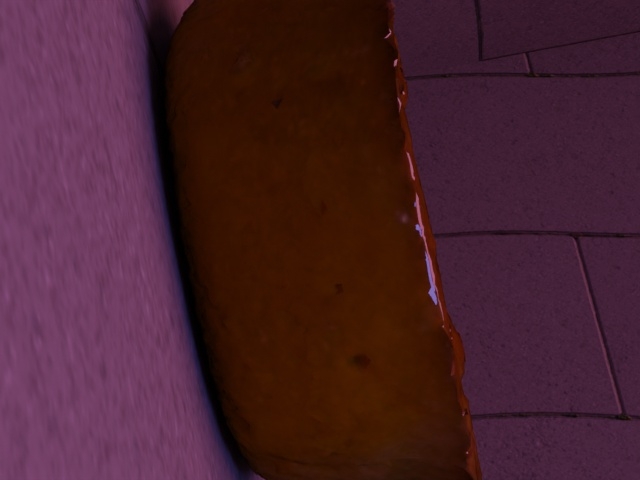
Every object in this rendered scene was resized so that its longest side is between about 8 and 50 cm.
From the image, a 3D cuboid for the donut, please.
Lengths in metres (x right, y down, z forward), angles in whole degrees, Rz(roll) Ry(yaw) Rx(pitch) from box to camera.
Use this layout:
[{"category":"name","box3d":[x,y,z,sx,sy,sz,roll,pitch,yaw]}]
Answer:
[{"category":"donut","box3d":[-0.001,-0.003,0.587,0.277,0.109,0.277,-11,90,-88]}]
